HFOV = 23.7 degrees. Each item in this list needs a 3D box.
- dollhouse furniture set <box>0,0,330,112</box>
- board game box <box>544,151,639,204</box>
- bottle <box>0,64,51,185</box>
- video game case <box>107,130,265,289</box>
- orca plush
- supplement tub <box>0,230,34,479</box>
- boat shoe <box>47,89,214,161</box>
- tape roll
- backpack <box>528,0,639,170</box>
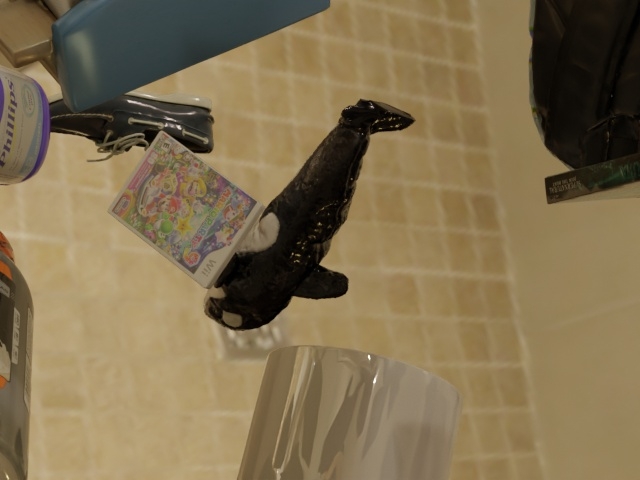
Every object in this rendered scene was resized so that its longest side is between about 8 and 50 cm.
[{"bbox_3d":[-0.175,-0.212,0.687,0.303,0.198,0.286,-24,49,-22],"label":"dollhouse furniture set"},{"bbox_3d":[0.284,-0.055,1.266,0.126,0.186,0.026,-4,87,-18],"label":"board game box"},{"bbox_3d":[-0.343,-0.118,1.438,0.283,0.092,0.118,13,81,-79],"label":"bottle"},{"bbox_3d":[-0.117,-0.027,1.314,0.122,0.087,0.011,36,5,22],"label":"video game case"},{"bbox_3d":[0.000,0.000,1.396,0.102,0.287,0.151,42,20,6],"label":"orca plush"},{"bbox_3d":[-0.368,0.123,1.436,0.194,0.193,0.316,35,27,-32],"label":"supplement tub"},{"bbox_3d":[-0.253,-0.148,1.991,0.255,0.095,0.079,0,77,-38],"label":"boat shoe"},{"bbox_3d":[0.035,0.243,1.798,0.246,0.246,0.169,30,64,-35],"label":"tape roll"},{"bbox_3d":[0.335,-0.217,1.448,0.273,0.290,0.355,13,89,-67],"label":"backpack"}]
